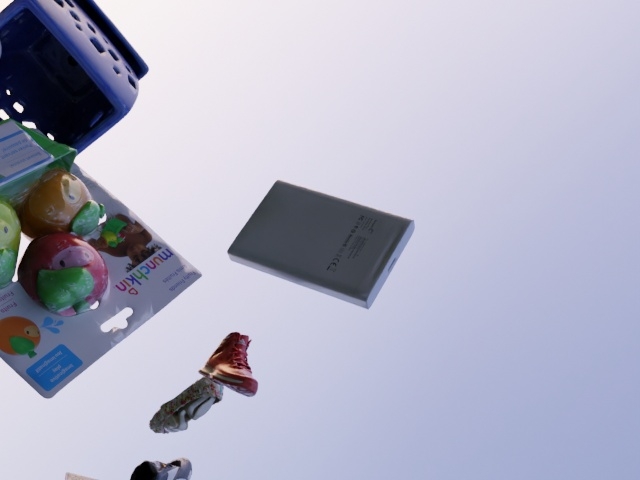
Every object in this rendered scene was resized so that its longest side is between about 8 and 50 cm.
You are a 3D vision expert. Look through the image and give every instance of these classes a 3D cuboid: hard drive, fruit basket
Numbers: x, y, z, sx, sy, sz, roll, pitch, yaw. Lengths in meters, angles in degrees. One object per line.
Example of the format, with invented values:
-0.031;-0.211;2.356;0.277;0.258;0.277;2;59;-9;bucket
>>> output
0.000;0.000;1.766;0.353;0.047;0.233;18;-121;25;hard drive
-0.374;-0.002;1.071;0.327;0.353;0.165;-42;166;-51;fruit basket

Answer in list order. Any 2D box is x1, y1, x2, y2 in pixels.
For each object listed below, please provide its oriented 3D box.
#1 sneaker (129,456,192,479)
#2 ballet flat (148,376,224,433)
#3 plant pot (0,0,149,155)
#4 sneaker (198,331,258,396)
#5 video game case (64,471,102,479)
-0.364;0.531;1.786;0.078;0.234;0.106;2;-75;25;sneaker
-0.328;0.414;1.939;0.241;0.091;0.077;-42;-136;18;ballet flat
-0.442;-0.282;1.332;0.236;0.236;0.212;-30;-156;24;plant pot
-0.188;0.264;1.770;0.221;0.087;0.128;6;-116;53;sneaker
-0.485;0.534;1.692;0.011;0.122;0.087;-66;-162;13;video game case
